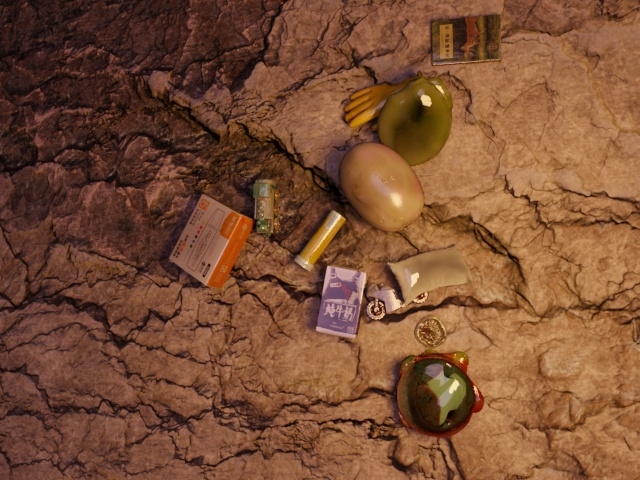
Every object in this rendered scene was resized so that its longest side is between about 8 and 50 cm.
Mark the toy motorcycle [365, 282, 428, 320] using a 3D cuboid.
[{"bbox_3d":[0.240,0.176,1.352,0.215,0.080,0.123,-20,80,-4],"label":"toy motorcycle"}]

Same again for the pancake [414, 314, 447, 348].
[{"bbox_3d":[0.363,0.299,1.345,0.107,0.017,0.108,-1,86,13],"label":"pancake"}]

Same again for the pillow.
[{"bbox_3d":[0.351,0.105,1.308,0.253,0.078,0.145,-14,80,-12],"label":"pillow"}]

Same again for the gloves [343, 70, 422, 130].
[{"bbox_3d":[0.215,-0.474,1.420,0.293,0.116,0.133,-15,54,17],"label":"gloves"}]

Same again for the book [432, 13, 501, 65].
[{"bbox_3d":[0.500,-0.685,1.418,0.227,0.024,0.161,0,87,9],"label":"book"}]

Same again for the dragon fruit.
[{"bbox_3d":[0.360,0.469,1.278,0.268,0.130,0.296,32,91,16],"label":"dragon fruit"}]

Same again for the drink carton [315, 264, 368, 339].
[{"bbox_3d":[0.074,0.200,1.364,0.134,0.102,0.223,9,84,13],"label":"drink carton"}]

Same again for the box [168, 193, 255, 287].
[{"bbox_3d":[-0.380,-0.001,1.440,0.220,0.091,0.274,25,88,29],"label":"box"}]

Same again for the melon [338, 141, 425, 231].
[{"bbox_3d":[0.195,-0.169,1.316,0.223,0.223,0.317,-38,78,4],"label":"melon"}]

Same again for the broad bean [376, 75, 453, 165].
[{"bbox_3d":[0.302,-0.379,1.325,0.237,0.119,0.291,10,124,1],"label":"broad bean"}]

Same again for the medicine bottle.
[{"bbox_3d":[0.000,0.000,1.411,0.073,0.074,0.218,36,89,11],"label":"medicine bottle"}]

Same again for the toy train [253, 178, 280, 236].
[{"bbox_3d":[-0.190,-0.112,1.427,0.080,0.125,0.194,0,84,13],"label":"toy train"}]
